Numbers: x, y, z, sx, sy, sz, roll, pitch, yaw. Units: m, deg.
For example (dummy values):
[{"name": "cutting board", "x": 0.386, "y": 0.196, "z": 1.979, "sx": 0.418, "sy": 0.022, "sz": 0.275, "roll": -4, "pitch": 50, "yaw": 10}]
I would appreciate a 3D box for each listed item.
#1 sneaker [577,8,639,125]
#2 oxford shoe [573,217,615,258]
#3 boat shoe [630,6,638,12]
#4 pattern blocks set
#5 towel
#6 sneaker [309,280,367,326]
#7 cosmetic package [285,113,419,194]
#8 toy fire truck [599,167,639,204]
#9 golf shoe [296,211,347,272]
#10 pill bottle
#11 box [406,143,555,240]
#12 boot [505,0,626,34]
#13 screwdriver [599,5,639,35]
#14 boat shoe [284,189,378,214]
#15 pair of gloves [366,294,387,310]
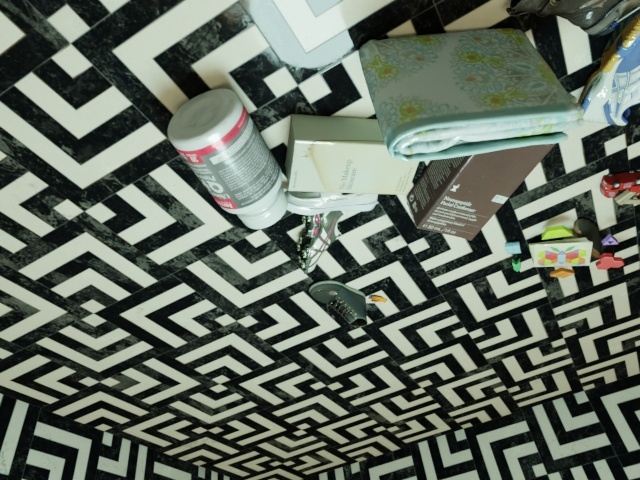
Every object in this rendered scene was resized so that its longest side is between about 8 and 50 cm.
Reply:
[{"name": "sneaker", "x": 0.687, "y": -0.376, "z": 1.109, "sx": 0.130, "sy": 0.112, "sz": 0.296, "roll": 19, "pitch": 156, "yaw": 13}, {"name": "oxford shoe", "x": 0.872, "y": 0.002, "z": 1.630, "sx": 0.212, "sy": 0.076, "sz": 0.076, "roll": 38, "pitch": 161, "yaw": -27}, {"name": "boat shoe", "x": 0.742, "y": -0.435, "z": 1.138, "sx": 0.079, "sy": 0.084, "sz": 0.233, "roll": 12, "pitch": 158, "yaw": 35}, {"name": "pattern blocks set", "x": 0.777, "y": 0.045, "z": 1.614, "sx": 0.324, "sy": 0.026, "sz": 0.285, "roll": -14, "pitch": 139, "yaw": 33}, {"name": "towel", "x": 0.285, "y": -0.303, "z": 1.004, "sx": 0.374, "sy": 0.321, "sz": 0.090, "roll": -6, "pitch": 140, "yaw": -4}, {"name": "sneaker", "x": 0.068, "y": 0.212, "z": 1.675, "sx": 0.222, "sy": 0.118, "sz": 0.083, "roll": 16, "pitch": 132, "yaw": -25}, {"name": "cosmetic package", "x": 0.076, "y": -0.207, "z": 1.227, "sx": 0.309, "sy": 0.113, "sz": 0.160, "roll": -1, "pitch": 137, "yaw": -11}, {"name": "toy fire truck", "x": 0.920, "y": -0.147, "z": 1.486, "sx": 0.192, "sy": 0.047, "sz": 0.135, "roll": -10, "pitch": 139, "yaw": 2}, {"name": "golf shoe", "x": 0.000, "y": 0.000, "z": 1.449, "sx": 0.120, "sy": 0.105, "sz": 0.273, "roll": -3, "pitch": 138, "yaw": -17}, {"name": "pill bottle", "x": -0.196, "y": -0.174, "z": 1.166, "sx": 0.176, "sy": 0.176, "sz": 0.318, "roll": -19, "pitch": 137, "yaw": 11}, {"name": "box", "x": 0.405, "y": -0.184, "z": 1.292, "sx": 0.191, "sy": 0.143, "sz": 0.381, "roll": 11, "pitch": 132, "yaw": -20}, {"name": "boot", "x": 0.521, "y": -0.529, "z": 0.969, "sx": 0.228, "sy": 0.091, "sz": 0.263, "roll": 10, "pitch": 137, "yaw": -21}, {"name": "screwdriver", "x": 0.621, "y": -0.454, "z": 1.033, "sx": 0.024, "sy": 0.170, "sz": 0.025, "roll": 6, "pitch": 101, "yaw": 4}, {"name": "boat shoe", "x": 0.030, "y": -0.127, "z": 1.320, "sx": 0.267, "sy": 0.096, "sz": 0.088, "roll": 0, "pitch": 133, "yaw": -12}, {"name": "pair of gloves", "x": 0.189, "y": 0.224, "z": 1.789, "sx": 0.074, "sy": 0.010, "sz": 0.083, "roll": 21, "pitch": 131, "yaw": -29}]
